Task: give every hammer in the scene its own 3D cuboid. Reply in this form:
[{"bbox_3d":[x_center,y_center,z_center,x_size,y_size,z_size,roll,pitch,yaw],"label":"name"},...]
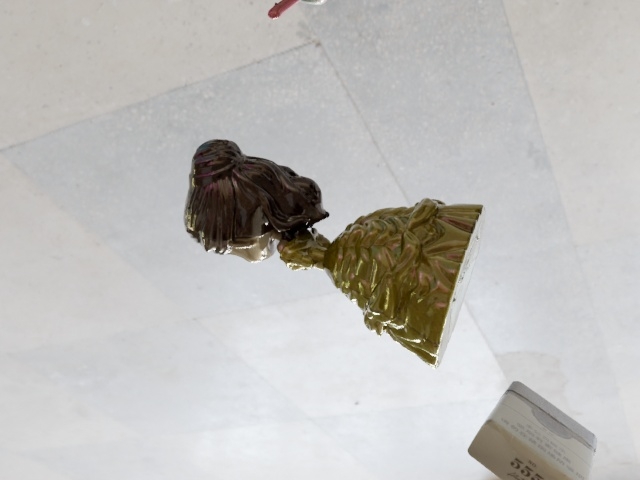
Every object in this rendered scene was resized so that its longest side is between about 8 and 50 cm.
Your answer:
[{"bbox_3d":[-0.029,-0.258,0.747,0.052,0.083,0.031,21,143,31],"label":"hammer"}]

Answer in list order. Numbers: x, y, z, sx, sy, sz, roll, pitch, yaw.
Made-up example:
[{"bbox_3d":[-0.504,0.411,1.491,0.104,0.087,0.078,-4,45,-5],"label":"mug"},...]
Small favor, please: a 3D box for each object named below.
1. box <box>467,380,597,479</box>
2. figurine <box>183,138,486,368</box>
[{"bbox_3d":[0.333,0.313,1.077,0.168,0.259,0.071,35,107,18],"label":"box"},{"bbox_3d":[0.000,0.004,0.750,0.315,0.187,0.168,17,147,16],"label":"figurine"}]
